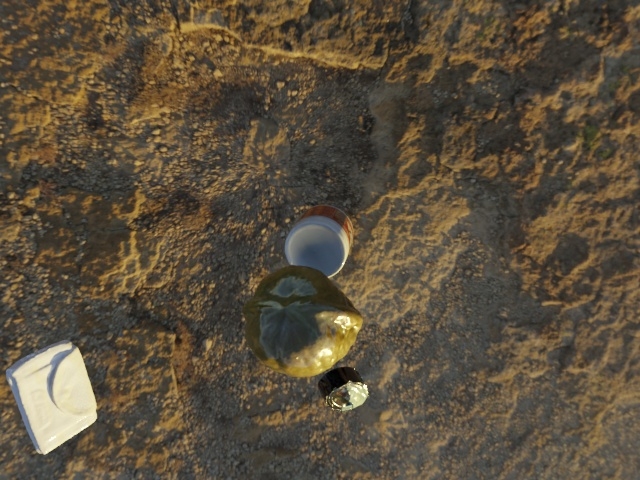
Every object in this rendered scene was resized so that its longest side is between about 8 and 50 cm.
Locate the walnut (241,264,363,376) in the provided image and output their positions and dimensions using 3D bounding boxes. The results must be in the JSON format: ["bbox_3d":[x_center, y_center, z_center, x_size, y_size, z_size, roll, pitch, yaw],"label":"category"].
[{"bbox_3d":[-0.038,0.178,0.898,0.283,0.283,0.227,10,69,-9],"label":"walnut"}]

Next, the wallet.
[{"bbox_3d":[-0.497,0.291,0.782,0.032,0.124,0.182,-3,104,31],"label":"wallet"}]

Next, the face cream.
[{"bbox_3d":[0.000,0.000,1.362,0.201,0.187,0.201,4,113,10],"label":"face cream"}]

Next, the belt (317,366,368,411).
[{"bbox_3d":[0.056,0.356,0.996,0.105,0.058,0.140,-34,132,3],"label":"belt"}]
